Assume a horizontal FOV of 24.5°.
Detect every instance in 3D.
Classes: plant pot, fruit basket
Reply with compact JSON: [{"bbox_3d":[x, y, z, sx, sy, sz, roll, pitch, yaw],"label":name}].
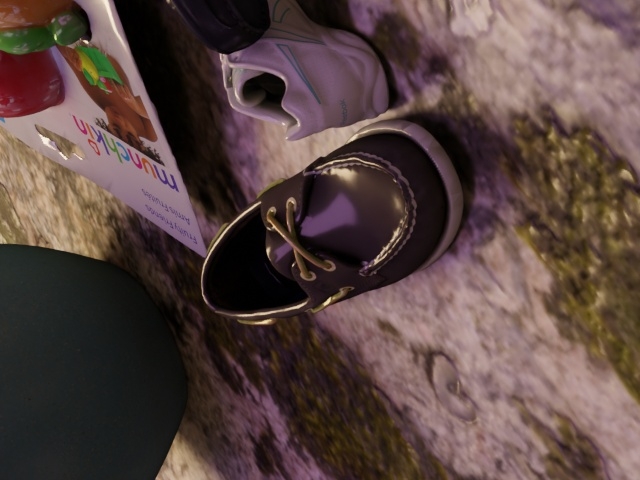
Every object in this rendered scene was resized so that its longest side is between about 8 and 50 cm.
[{"bbox_3d":[-0.221,0.119,1.148,0.290,0.195,0.290,40,144,37],"label":"plant pot"},{"bbox_3d":[-0.225,-0.169,0.942,0.327,0.165,0.353,31,145,41],"label":"fruit basket"}]

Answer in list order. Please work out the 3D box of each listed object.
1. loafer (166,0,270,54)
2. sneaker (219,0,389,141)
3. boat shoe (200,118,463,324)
[{"bbox_3d":[-0.062,-0.203,0.717,0.078,0.076,0.223,-14,98,19],"label":"loafer"},{"bbox_3d":[-0.031,-0.100,0.779,0.152,0.061,0.053,37,145,43],"label":"sneaker"},{"bbox_3d":[0.000,0.000,0.801,0.081,0.069,0.228,62,153,3],"label":"boat shoe"}]
